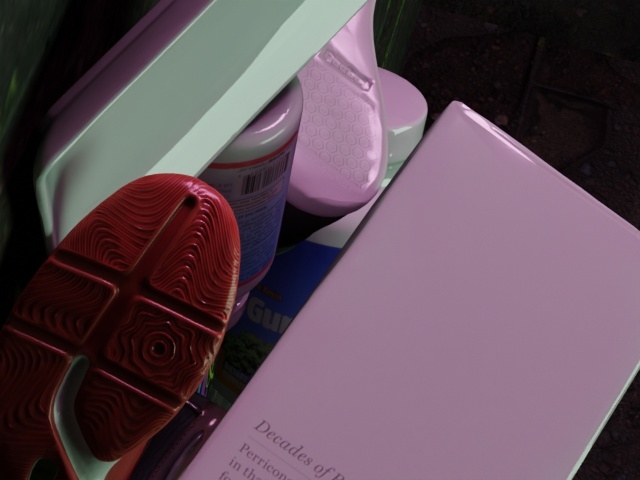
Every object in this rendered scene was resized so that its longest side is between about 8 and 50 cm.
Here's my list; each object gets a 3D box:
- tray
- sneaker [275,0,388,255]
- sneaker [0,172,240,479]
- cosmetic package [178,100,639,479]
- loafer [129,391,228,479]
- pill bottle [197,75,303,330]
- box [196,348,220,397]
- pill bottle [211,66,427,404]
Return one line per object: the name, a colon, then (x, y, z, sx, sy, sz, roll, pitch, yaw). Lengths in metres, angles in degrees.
tray: (-0.037, -0.094, 0.859, 0.270, 0.030, 0.145, -47, 165, -21)
sneaker: (-0.028, -0.124, 1.146, 0.147, 0.104, 0.296, -41, -138, 53)
sneaker: (-0.105, 0.065, 0.861, 0.221, 0.087, 0.128, -60, -173, 6)
cosmetic package: (0.001, 0.146, 0.951, 0.385, 0.156, 0.217, -56, 180, -27)
loafer: (-0.121, 0.199, 1.052, 0.096, 0.084, 0.268, 88, 18, -77)
pill bottle: (-0.061, -0.023, 1.001, 0.160, 0.087, 0.087, 102, 5, -46)
box: (-0.107, 0.126, 1.431, 0.162, 0.029, 0.116, 55, 51, -84)
pill bottle: (0.000, 0.000, 1.561, 0.152, 0.152, 0.272, -69, 173, -59)
